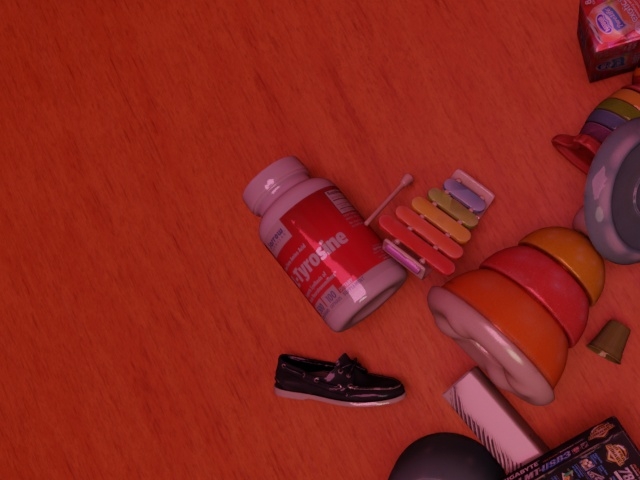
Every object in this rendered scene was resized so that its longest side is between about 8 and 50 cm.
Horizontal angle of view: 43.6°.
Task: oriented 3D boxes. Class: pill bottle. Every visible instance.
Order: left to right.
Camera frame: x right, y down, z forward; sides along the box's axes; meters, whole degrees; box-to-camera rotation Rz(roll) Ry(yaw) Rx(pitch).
[{"bbox_3d":[0.000,0.000,1.928,0.229,0.229,0.407,-42,75,12],"label":"pill bottle"}]

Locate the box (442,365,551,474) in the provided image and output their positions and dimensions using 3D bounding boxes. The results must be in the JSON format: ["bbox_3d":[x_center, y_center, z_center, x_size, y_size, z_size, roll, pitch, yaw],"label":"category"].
[{"bbox_3d":[0.409,0.425,1.833,0.094,0.113,0.275,-44,74,13],"label":"box"}]

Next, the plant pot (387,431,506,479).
[{"bbox_3d":[0.272,0.602,1.803,0.293,0.235,0.293,-1,87,18],"label":"plant pot"}]

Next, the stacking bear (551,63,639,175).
[{"bbox_3d":[0.683,-0.275,1.760,0.164,0.175,0.289,41,90,-11],"label":"stacking bear"}]

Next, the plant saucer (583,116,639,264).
[{"bbox_3d":[0.682,-0.100,1.687,0.044,0.317,0.317,19,94,58],"label":"plant saucer"}]

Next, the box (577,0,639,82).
[{"bbox_3d":[0.631,-0.444,1.728,0.123,0.257,0.128,-14,83,15],"label":"box"}]

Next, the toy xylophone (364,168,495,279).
[{"bbox_3d":[0.245,-0.048,1.855,0.236,0.081,0.322,32,56,10],"label":"toy xylophone"}]

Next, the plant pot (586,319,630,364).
[{"bbox_3d":[0.651,0.222,1.787,0.083,0.083,0.079,31,84,17],"label":"plant pot"}]

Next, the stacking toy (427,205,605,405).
[{"bbox_3d":[0.504,0.088,1.751,0.480,0.350,0.350,-45,75,-5],"label":"stacking toy"}]

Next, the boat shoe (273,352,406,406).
[{"bbox_3d":[0.042,0.328,1.951,0.340,0.127,0.113,2,99,28],"label":"boat shoe"}]

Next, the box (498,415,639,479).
[{"bbox_3d":[0.587,0.566,1.726,0.293,0.073,0.295,-35,105,12],"label":"box"}]
